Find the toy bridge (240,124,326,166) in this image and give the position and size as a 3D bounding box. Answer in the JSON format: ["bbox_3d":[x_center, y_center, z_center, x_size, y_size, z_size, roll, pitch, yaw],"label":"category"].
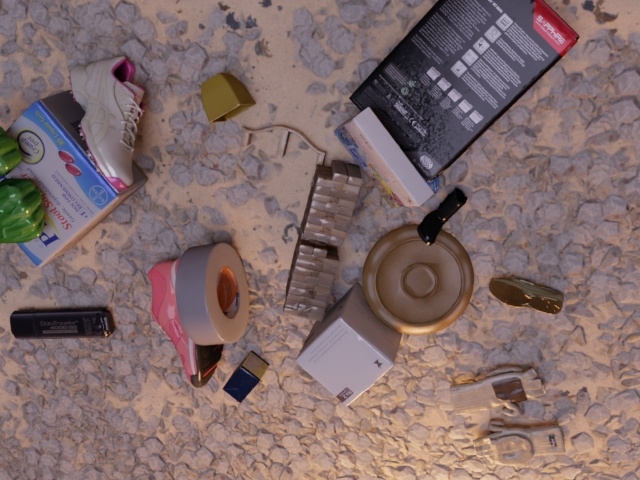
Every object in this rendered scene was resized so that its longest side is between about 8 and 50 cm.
[{"bbox_3d":[-0.077,-0.208,1.603,0.188,0.026,0.063,18,112,7],"label":"toy bridge"}]

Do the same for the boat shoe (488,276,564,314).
[{"bbox_3d":[0.427,0.108,1.589,0.153,0.048,0.056,14,125,16],"label":"boat shoe"}]

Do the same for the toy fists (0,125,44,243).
[{"bbox_3d":[-0.666,-0.124,1.585,0.142,0.096,0.279,-11,107,28],"label":"toy fists"}]

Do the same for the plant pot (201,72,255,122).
[{"bbox_3d":[-0.198,-0.299,1.574,0.081,0.081,0.083,-25,92,21],"label":"plant pot"}]

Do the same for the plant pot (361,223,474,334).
[{"bbox_3d":[0.205,0.085,1.596,0.236,0.032,0.236,0,96,1],"label":"plant pot"}]

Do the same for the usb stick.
[{"bbox_3d":[-0.641,0.206,1.887,0.278,0.045,0.077,-3,102,15],"label":"usb stick"}]

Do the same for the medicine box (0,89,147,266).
[{"bbox_3d":[-0.586,-0.136,1.691,0.289,0.149,0.263,-37,97,22],"label":"medicine box"}]

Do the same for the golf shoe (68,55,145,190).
[{"bbox_3d":[-0.423,-0.253,1.578,0.140,0.115,0.306,-22,72,6],"label":"golf shoe"}]

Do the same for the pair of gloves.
[{"bbox_3d":[0.413,0.389,1.692,0.204,0.042,0.240,-21,105,16],"label":"pair of gloves"}]

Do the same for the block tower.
[{"bbox_3d":[0.000,0.000,1.613,0.091,0.097,0.335,13,113,-7],"label":"block tower"}]

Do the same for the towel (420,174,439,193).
[{"bbox_3d":[0.207,-0.152,1.551,0.067,0.029,0.119,1,110,15],"label":"towel"}]

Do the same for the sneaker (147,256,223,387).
[{"bbox_3d":[-0.320,0.188,1.780,0.136,0.116,0.314,-3,102,26],"label":"sneaker"}]

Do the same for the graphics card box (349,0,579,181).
[{"bbox_3d":[0.261,-0.317,1.424,0.233,0.094,0.371,46,112,5],"label":"graphics card box"}]

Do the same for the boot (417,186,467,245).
[{"bbox_3d":[0.247,-0.051,1.532,0.045,0.121,0.099,43,120,-6],"label":"boot"}]

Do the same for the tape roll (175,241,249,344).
[{"bbox_3d":[-0.231,0.116,1.656,0.072,0.219,0.219,-7,108,18],"label":"tape roll"}]

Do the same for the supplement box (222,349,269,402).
[{"bbox_3d":[-0.174,0.318,1.789,0.056,0.083,0.083,39,114,-2],"label":"supplement box"}]

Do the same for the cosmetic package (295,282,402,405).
[{"bbox_3d":[0.067,0.219,1.638,0.151,0.184,0.151,42,113,-4],"label":"cosmetic package"}]

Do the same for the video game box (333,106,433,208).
[{"bbox_3d":[0.119,-0.155,1.491,0.048,0.187,0.205,-39,98,-10],"label":"video game box"}]
